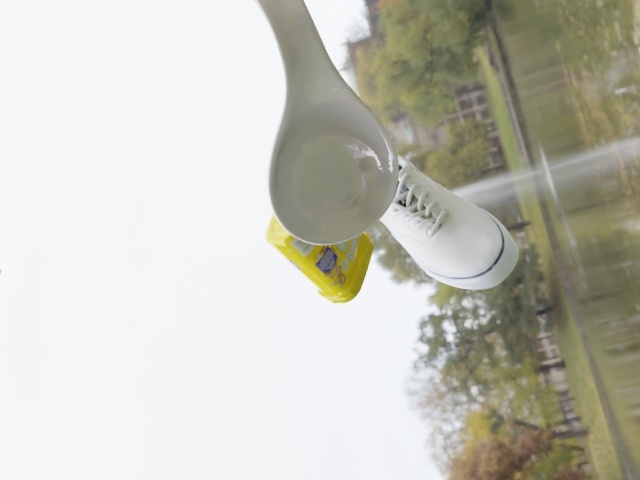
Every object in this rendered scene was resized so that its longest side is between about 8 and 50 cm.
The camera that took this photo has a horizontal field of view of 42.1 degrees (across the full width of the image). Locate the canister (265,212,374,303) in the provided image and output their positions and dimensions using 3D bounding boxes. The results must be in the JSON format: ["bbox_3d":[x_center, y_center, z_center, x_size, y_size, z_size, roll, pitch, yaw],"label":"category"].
[{"bbox_3d":[0.000,0.000,1.258,0.170,0.073,0.126,45,-127,-40],"label":"canister"}]

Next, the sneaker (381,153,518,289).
[{"bbox_3d":[0.108,-0.028,0.922,0.091,0.094,0.258,35,-179,-40],"label":"sneaker"}]

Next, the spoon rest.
[{"bbox_3d":[-0.009,-0.118,0.782,0.276,0.137,0.084,69,170,-25],"label":"spoon rest"}]
